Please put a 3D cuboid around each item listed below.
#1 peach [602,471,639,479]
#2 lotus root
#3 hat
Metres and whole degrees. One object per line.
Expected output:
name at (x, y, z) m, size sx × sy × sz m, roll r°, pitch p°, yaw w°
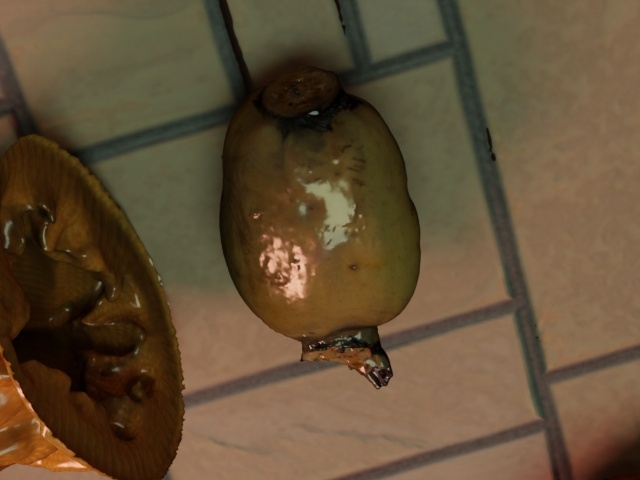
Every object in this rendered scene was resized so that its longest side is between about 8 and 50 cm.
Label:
peach at (0.252, 0.286, 1.324) m, size 0.252 × 0.252 × 0.252 m, roll -4°, pitch 120°, yaw -6°
lotus root at (0.000, 0.000, 1.185) m, size 0.118 × 0.125 × 0.220 m, roll -21°, pitch 118°, yaw -27°
hat at (-0.240, 0.078, 1.159) m, size 0.233 × 0.244 × 0.233 m, roll -17°, pitch 113°, yaw 17°
